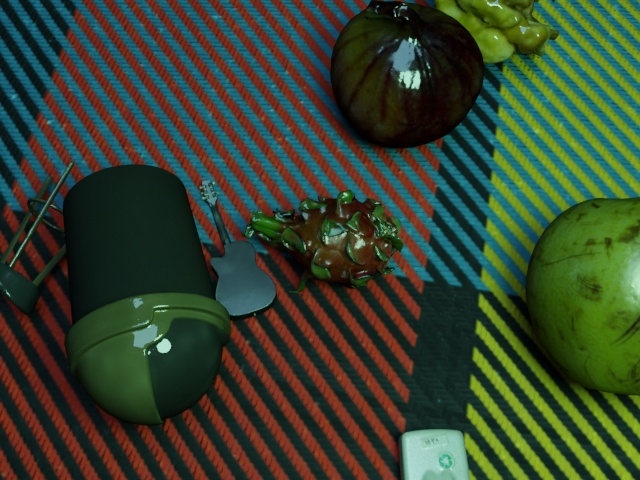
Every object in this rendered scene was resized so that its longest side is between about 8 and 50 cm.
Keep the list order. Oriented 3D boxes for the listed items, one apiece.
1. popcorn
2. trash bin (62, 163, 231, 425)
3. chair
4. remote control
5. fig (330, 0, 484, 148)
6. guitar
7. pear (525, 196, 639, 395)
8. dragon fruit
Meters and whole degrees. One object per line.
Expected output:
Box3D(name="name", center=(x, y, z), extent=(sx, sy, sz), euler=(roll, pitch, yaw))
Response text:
Box3D(name="popcorn", center=(0.269, -0.391, 1.450), extent=(0.190, 0.191, 0.253), euler=(-42, 81, -4))
Box3D(name="trash bin", center=(-0.234, 0.082, 1.201), extent=(0.214, 0.214, 0.334), euler=(-11, 58, -7))
Box3D(name="chair", center=(-0.410, -0.003, 1.300), extent=(0.095, 0.104, 0.222), euler=(6, 57, 29))
Box3D(name="remote control", center=(0.156, 0.359, 1.171), extent=(0.090, 0.049, 0.230), euler=(-2, 64, -6))
Box3D(name="fig", center=(0.130, -0.256, 1.378), extent=(0.235, 0.214, 0.235), euler=(9, 70, -25))
Box3D(name="guitar", center=(-0.135, 0.008, 1.335), extent=(0.088, 0.025, 0.233), euler=(-18, 67, -9))
Box3D(name="pear", center=(0.415, 0.071, 1.206), extent=(0.283, 0.283, 0.284), euler=(1, 65, -2))
Box3D(name="dragon fruit", center=(0.001, 0.004, 1.288), extent=(0.235, 0.135, 0.137), euler=(-4, 68, 6))
